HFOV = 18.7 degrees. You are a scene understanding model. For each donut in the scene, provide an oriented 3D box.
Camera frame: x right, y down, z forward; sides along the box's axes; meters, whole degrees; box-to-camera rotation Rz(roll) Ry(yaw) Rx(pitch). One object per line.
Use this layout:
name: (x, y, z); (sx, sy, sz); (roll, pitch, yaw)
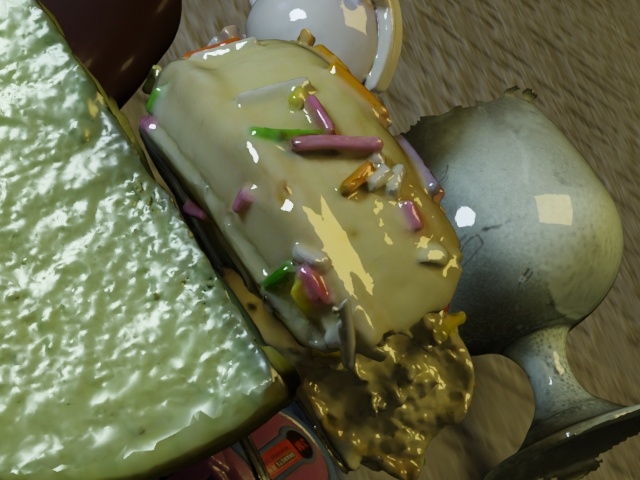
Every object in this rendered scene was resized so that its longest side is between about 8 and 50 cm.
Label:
donut: (-0.003, -0.002, 1.396); (0.307, 0.150, 0.371); (54, -8, 24)

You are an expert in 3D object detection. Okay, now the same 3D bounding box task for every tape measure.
tape measure: (-0.052, 0.162, 1.344); (0.125, 0.074, 0.118); (51, 29, 7)

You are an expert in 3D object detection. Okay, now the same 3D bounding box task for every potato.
potato: (-0.163, 0.044, 1.193); (0.330, 0.212, 0.280); (56, -2, 20)

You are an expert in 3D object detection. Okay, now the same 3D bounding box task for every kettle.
kettle: (-0.218, -0.149, 1.398); (0.202, 0.144, 0.232); (30, 30, -4)

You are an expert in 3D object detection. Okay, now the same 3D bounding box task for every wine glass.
wine glass: (0.174, 0.045, 1.717); (0.238, 0.238, 0.323); (7, 55, -58)

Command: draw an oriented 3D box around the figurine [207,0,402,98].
figurine: (-0.017, -0.147, 1.638); (0.141, 0.237, 0.162); (3, 51, -51)
